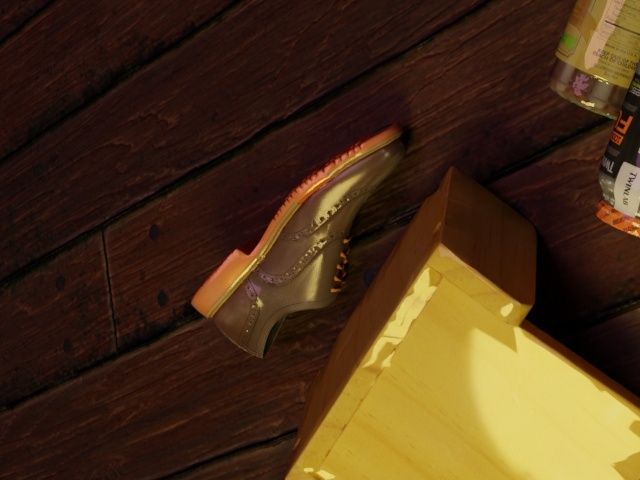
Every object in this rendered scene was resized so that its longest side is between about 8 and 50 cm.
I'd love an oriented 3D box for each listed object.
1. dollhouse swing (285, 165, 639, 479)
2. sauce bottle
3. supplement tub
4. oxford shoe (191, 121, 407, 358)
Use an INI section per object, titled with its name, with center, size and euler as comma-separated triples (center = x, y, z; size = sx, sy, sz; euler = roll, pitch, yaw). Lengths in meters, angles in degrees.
[dollhouse swing]
center = 0.181, 0.170, 1.828
size = 0.347, 0.305, 0.315
euler = -60, 5, 25
[sauce bottle]
center = 0.341, -0.296, 1.670
size = 0.111, 0.111, 0.344
euler = 36, 110, 44
[supplement tub]
center = 0.348, -0.098, 1.629
size = 0.117, 0.117, 0.190
euler = 32, 108, 46
[oxford shoe]
center = 0.000, 0.000, 2.036
size = 0.133, 0.130, 0.363
euler = 46, 117, 3
